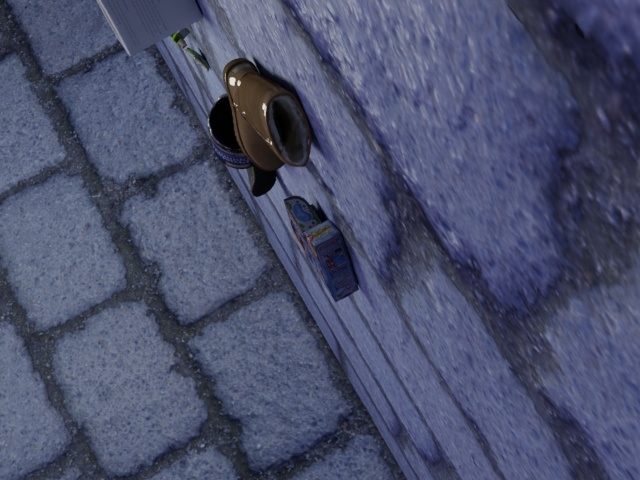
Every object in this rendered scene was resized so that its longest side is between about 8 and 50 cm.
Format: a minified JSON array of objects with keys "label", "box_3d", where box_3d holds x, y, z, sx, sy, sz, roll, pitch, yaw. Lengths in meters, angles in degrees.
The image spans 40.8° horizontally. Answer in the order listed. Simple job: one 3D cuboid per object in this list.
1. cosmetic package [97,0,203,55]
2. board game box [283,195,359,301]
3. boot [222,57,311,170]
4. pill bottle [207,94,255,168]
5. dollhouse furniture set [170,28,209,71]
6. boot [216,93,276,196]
[{"label":"cosmetic package","box_3d":[-0.379,-0.524,1.846,0.151,0.184,0.151,52,168,48]},{"label":"board game box","box_3d":[0.000,0.000,1.712,0.194,0.060,0.194,58,172,24]},{"label":"boot","box_3d":[-0.081,-0.180,1.465,0.269,0.089,0.236,48,166,57]},{"label":"pill bottle","box_3d":[-0.168,-0.219,1.798,0.122,0.123,0.219,60,173,6]},{"label":"dollhouse furniture set","box_3d":[-0.334,-0.515,2.237,0.152,0.058,0.076,42,180,-40]},{"label":"boot","box_3d":[-0.189,-0.232,2.108,0.208,0.076,0.189,50,155,27]}]
